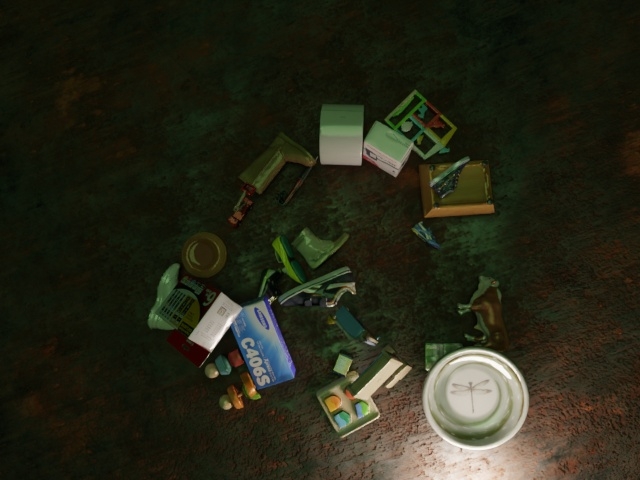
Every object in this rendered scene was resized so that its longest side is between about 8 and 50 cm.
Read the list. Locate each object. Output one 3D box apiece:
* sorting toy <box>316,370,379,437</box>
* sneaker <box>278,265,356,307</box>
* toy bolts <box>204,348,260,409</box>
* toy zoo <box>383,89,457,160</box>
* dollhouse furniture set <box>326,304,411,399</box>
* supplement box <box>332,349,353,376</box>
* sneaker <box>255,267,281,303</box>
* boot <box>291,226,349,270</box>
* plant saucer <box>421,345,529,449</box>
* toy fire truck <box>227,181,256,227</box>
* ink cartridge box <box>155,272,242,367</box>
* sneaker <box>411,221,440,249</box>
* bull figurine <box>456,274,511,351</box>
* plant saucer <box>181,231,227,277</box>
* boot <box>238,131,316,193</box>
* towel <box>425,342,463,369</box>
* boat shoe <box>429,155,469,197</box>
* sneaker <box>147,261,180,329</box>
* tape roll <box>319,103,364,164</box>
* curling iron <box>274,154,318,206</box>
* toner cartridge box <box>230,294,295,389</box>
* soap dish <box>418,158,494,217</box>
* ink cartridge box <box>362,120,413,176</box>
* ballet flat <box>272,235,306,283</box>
[{"bbox_3d":[0.110,0.666,1.857,0.193,0.038,0.208,-30,83,1],"label":"sorting toy"},{"bbox_3d":[-0.008,0.222,1.865,0.321,0.126,0.127,-23,78,0],"label":"sneaker"},{"bbox_3d":[-0.362,0.560,1.822,0.159,0.218,0.228,-25,76,-12],"label":"toy bolts"},{"bbox_3d":[0.439,-0.476,1.946,0.192,0.030,0.293,-45,83,-1],"label":"toy zoo"},{"bbox_3d":[0.152,0.440,1.802,0.198,0.286,0.303,-46,55,4],"label":"dollhouse furniture set"},{"bbox_3d":[0.091,0.497,1.851,0.056,0.083,0.083,23,87,6],"label":"supplement box"},{"bbox_3d":[-0.213,0.229,1.901,0.097,0.084,0.234,11,86,2],"label":"sneaker"},{"bbox_3d":[0.000,0.000,1.913,0.213,0.077,0.165,-42,81,0],"label":"boot"},{"bbox_3d":[0.593,0.601,1.784,0.401,0.100,0.399,0,91,5],"label":"plant saucer"},{"bbox_3d":[-0.332,-0.144,1.919,0.047,0.135,0.192,33,88,7],"label":"toy fire truck"},{"bbox_3d":[-0.498,0.302,1.778,0.310,0.130,0.271,14,64,47],"label":"ink cartridge box"},{"bbox_3d":[0.447,-0.020,1.891,0.144,0.053,0.059,42,87,6],"label":"sneaker"},{"bbox_3d":[0.651,0.297,1.822,0.189,0.101,0.310,-15,81,7],"label":"bull figurine"},{"bbox_3d":[-0.502,0.062,1.962,0.200,0.037,0.199,0,85,4],"label":"plant saucer"},{"bbox_3d":[-0.182,-0.301,1.946,0.236,0.089,0.269,39,87,24],"label":"boot"},{"bbox_3d":[0.501,0.474,1.853,0.152,0.023,0.113,0,84,5],"label":"towel"},{"bbox_3d":[0.521,-0.246,1.786,0.183,0.065,0.083,-37,86,6],"label":"boat shoe"},{"bbox_3d":[-0.634,0.238,1.936,0.130,0.111,0.296,14,90,-10],"label":"sneaker"},{"bbox_3d":[0.090,-0.430,1.862,0.169,0.246,0.245,3,85,4],"label":"tape roll"},{"bbox_3d":[-0.101,-0.259,1.964,0.068,0.035,0.274,40,89,7],"label":"curling iron"},{"bbox_3d":[-0.238,0.411,1.841,0.165,0.075,0.347,-20,99,5],"label":"toner cartridge box"},{"bbox_3d":[0.561,-0.218,1.868,0.291,0.118,0.228,-4,84,3],"label":"soap dish"},{"bbox_3d":[0.267,-0.363,1.844,0.172,0.237,0.100,32,88,7],"label":"ink cartridge box"},{"bbox_3d":[-0.138,0.091,1.922,0.077,0.077,0.230,-31,80,22],"label":"ballet flat"}]
